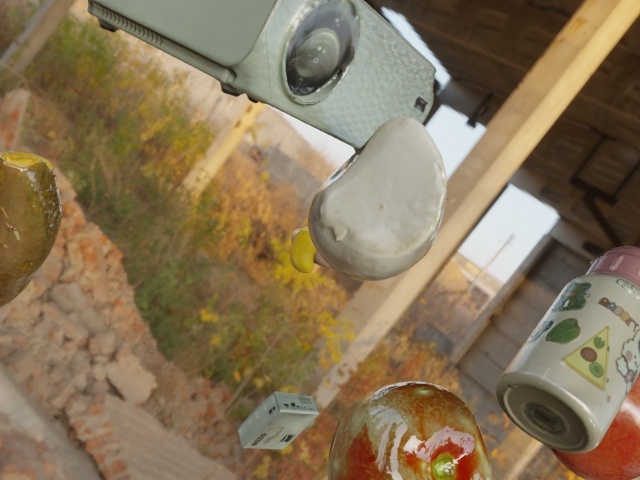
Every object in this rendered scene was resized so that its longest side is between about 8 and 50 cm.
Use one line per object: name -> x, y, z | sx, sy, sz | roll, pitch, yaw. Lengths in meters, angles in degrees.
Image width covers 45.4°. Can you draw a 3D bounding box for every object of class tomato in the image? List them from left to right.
tomato -> 0.130, 0.361, 1.216 | 0.270, 0.270, 0.223 | 37, -29, -23
tomato -> 0.377, 0.232, 0.989 | 0.167, 0.167, 0.167 | 38, 3, -2

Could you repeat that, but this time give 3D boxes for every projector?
projector -> -0.040, -0.162, 0.632 | 0.198, 0.108, 0.250 | 31, 7, 30
projector -> -0.093, 0.388, 1.652 | 0.115, 0.147, 0.061 | 16, 38, -38

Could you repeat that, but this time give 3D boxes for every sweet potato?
sweet potato -> -0.307, 0.000, 0.783 | 0.077, 0.243, 0.077 | 13, 44, -13

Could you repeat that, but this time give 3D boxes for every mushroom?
mushroom -> 0.040, -0.020, 0.604 | 0.093, 0.116, 0.225 | 23, -9, 0

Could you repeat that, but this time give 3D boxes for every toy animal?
toy animal -> 0.000, 0.000, 1.319 | 0.082, 0.114, 0.091 | -76, 156, -52

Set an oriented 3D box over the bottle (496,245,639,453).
bottle -> 0.307, 0.106, 0.849 | 0.120, 0.253, 0.120 | 32, -31, 22
